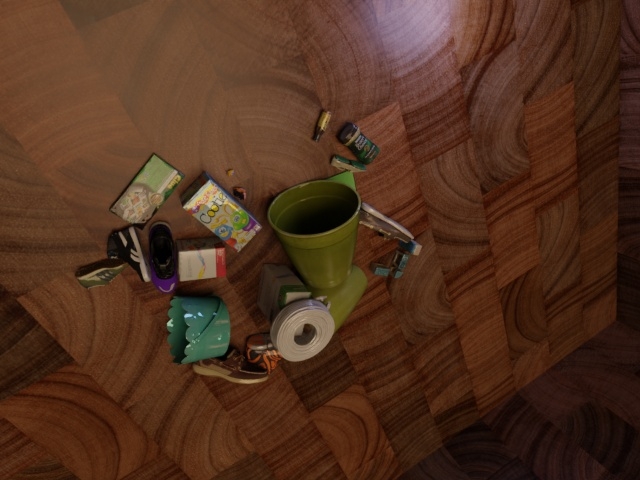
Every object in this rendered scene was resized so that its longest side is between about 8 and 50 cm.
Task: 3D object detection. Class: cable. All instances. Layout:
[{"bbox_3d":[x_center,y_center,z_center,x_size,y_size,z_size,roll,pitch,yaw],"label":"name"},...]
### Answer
[{"bbox_3d":[-0.068,0.355,1.646,0.256,0.089,0.258,-5,113,-26],"label":"cable"}]

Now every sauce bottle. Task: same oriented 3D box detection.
[{"bbox_3d":[0.005,-0.460,1.684,0.042,0.042,0.128,14,107,-29],"label":"sauce bottle"}]

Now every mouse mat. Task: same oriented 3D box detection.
[{"bbox_3d":[0.072,-0.216,1.840,0.189,0.007,0.153,-23,119,-16],"label":"mouse mat"}]

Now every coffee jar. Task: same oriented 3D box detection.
[{"bbox_3d":[0.157,-0.407,1.754,0.184,0.079,0.096,36,94,-32],"label":"coffee jar"}]

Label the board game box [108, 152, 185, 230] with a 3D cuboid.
[{"bbox_3d":[-0.629,-0.175,1.523,0.136,0.030,0.260,39,92,-30],"label":"board game box"}]

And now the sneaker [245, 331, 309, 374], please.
[{"bbox_3d":[-0.194,0.530,1.985,0.320,0.125,0.180,0,116,-13],"label":"sneaker"}]

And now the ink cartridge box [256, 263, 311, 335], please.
[{"bbox_3d":[-0.162,0.244,1.771,0.116,0.278,0.202,3,110,-29],"label":"ink cartridge box"}]

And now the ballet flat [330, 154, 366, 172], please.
[{"bbox_3d":[0.118,-0.322,1.797,0.168,0.057,0.052,16,131,-25],"label":"ballet flat"}]

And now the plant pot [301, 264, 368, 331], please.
[{"bbox_3d":[0.069,0.243,1.909,0.293,0.274,0.275,-34,123,-26],"label":"plant pot"}]

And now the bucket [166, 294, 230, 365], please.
[{"bbox_3d":[-0.490,0.350,1.675,0.182,0.281,0.282,2,111,-35],"label":"bucket"}]

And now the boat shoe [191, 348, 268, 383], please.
[{"bbox_3d":[-0.393,0.545,1.858,0.341,0.123,0.123,13,92,-2],"label":"boat shoe"}]

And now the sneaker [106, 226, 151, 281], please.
[{"bbox_3d":[-0.703,0.067,1.523,0.121,0.079,0.217,-21,77,-10],"label":"sneaker"}]

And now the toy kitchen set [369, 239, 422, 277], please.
[{"bbox_3d":[0.361,0.084,2.033,0.165,0.122,0.207,11,106,-28],"label":"toy kitchen set"}]

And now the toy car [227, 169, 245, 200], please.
[{"bbox_3d":[-0.318,-0.219,1.632,0.040,0.060,0.122,-42,136,-41],"label":"toy car"}]

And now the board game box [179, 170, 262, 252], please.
[{"bbox_3d":[-0.380,-0.109,1.597,0.142,0.144,0.275,-46,122,0],"label":"board game box"}]

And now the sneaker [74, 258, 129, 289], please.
[{"bbox_3d":[-0.798,0.123,1.559,0.192,0.064,0.086,-20,134,-22],"label":"sneaker"}]

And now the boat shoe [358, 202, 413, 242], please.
[{"bbox_3d":[0.297,-0.061,1.949,0.324,0.117,0.097,28,103,-27],"label":"boat shoe"}]

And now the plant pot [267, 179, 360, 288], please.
[{"bbox_3d":[0.000,0.000,1.724,0.366,0.366,0.353,-23,130,-14],"label":"plant pot"}]

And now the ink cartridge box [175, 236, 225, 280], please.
[{"bbox_3d":[-0.472,0.070,1.640,0.176,0.128,0.128,-6,113,-23],"label":"ink cartridge box"}]

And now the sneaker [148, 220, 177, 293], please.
[{"bbox_3d":[-0.598,0.087,1.579,0.102,0.146,0.294,-8,114,-21],"label":"sneaker"}]
